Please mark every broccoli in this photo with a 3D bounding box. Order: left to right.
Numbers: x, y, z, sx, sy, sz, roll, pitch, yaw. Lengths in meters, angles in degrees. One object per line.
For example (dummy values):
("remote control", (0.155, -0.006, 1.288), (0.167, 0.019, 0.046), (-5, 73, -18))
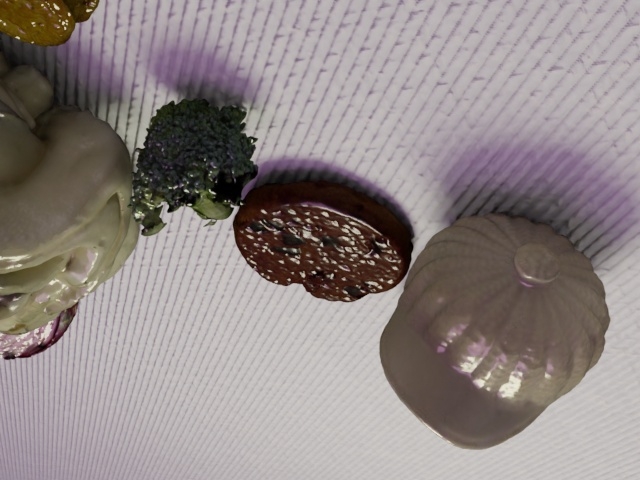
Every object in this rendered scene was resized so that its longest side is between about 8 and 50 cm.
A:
("broccoli", (-0.114, -0.055, 0.891), (0.118, 0.123, 0.204), (-3, 165, -1))

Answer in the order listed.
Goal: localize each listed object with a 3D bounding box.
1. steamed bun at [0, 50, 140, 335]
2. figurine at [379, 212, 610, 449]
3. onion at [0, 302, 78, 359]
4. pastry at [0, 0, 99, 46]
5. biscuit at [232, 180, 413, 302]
("steamed bun", (-0.356, -0.036, 0.916), (0.339, 0.247, 0.352), (30, 150, -8))
("figurine", (0.157, 0.081, 0.911), (0.185, 0.205, 0.332), (17, 179, 4))
("onion", (-0.397, 0.034, 1.193), (0.195, 0.140, 0.218), (18, 116, -7))
("pastry", (-0.236, -0.202, 0.765), (0.109, 0.057, 0.097), (19, 152, 7))
("biscuit", (0.000, 0.000, 0.959), (0.192, 0.049, 0.192), (10, 146, 7))
